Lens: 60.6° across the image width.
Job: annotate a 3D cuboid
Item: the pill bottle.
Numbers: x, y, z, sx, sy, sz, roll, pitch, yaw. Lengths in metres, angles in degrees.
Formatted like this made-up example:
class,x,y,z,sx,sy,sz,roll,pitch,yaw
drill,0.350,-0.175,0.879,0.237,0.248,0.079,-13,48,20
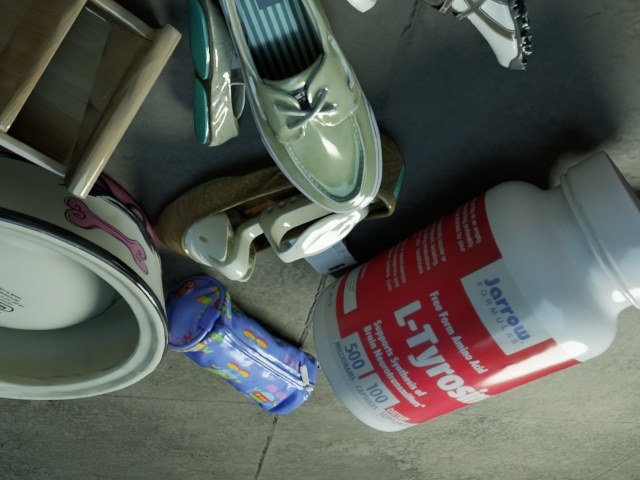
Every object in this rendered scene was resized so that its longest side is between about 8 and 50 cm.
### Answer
class,x,y,z,sx,sy,sz,roll,pitch,yaw
pill bottle,0.205,0.072,0.691,0.407,0.229,0.229,-34,130,30

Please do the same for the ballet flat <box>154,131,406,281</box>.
class,x,y,z,sx,sy,sz,roll,pitch,yaw
ballet flat,-0.060,-0.021,0.649,0.342,0.124,0.116,-17,139,16

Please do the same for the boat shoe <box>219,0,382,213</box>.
class,x,y,z,sx,sy,sz,roll,pitch,yaw
boat shoe,-0.025,-0.141,0.475,0.109,0.094,0.303,-21,119,11

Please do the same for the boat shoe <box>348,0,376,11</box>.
class,x,y,z,sx,sy,sz,roll,pitch,yaw
boat shoe,0.008,-0.268,0.423,0.063,0.066,0.184,-23,125,23

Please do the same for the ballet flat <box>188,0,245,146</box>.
class,x,y,z,sx,sy,sz,roll,pitch,yaw
ballet flat,-0.101,-0.167,0.545,0.052,0.057,0.168,-19,149,-24

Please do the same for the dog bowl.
class,x,y,z,sx,sy,sz,roll,pitch,yaw
dog bowl,-0.388,0.045,0.690,0.407,0.151,0.408,-2,140,-2

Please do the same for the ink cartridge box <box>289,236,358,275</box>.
class,x,y,z,sx,sy,sz,roll,pitch,yaw
ink cartridge box,0.000,0.000,0.749,0.062,0.029,0.115,-21,137,19

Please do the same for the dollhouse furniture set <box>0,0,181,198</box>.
class,x,y,z,sx,sy,sz,roll,pitch,yaw
dollhouse furniture set,-0.195,-0.131,0.301,0.256,0.394,0.362,31,88,-32

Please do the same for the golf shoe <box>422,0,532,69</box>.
class,x,y,z,sx,sy,sz,roll,pitch,yaw
golf shoe,0.122,-0.226,0.473,0.093,0.077,0.198,-14,132,29

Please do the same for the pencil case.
class,x,y,z,sx,sy,sz,roll,pitch,yaw
pencil case,-0.117,0.178,0.874,0.133,0.120,0.306,5,149,39
